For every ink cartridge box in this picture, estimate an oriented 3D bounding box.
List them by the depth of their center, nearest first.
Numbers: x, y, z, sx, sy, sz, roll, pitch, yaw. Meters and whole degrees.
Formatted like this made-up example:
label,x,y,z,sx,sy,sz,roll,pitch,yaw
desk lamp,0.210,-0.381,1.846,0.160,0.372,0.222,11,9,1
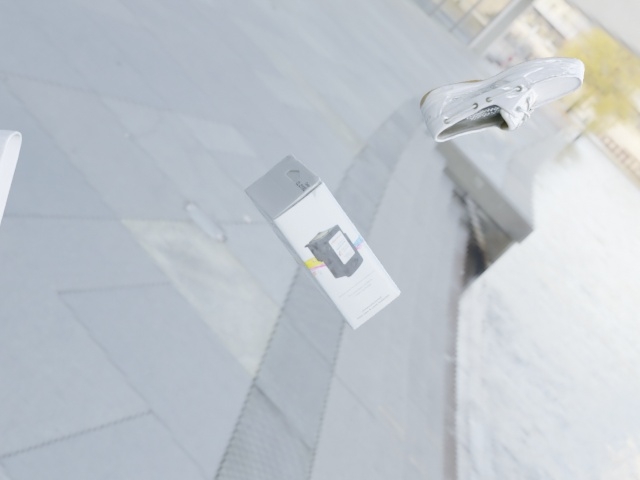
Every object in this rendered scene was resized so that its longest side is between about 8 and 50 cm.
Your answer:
label,x,y,z,sx,sy,sz,roll,pitch,yaw
ink cartridge box,0.000,0.000,1.354,0.175,0.072,0.127,54,-4,-25

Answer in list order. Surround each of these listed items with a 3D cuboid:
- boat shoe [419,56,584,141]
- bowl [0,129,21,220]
label,x,y,z,sx,sy,sz,roll,pitch,yaw
boat shoe,0.308,-0.222,1.934,0.098,0.277,0.096,61,15,-58
bowl,-0.354,-0.050,1.205,0.053,0.142,0.142,14,3,-11
